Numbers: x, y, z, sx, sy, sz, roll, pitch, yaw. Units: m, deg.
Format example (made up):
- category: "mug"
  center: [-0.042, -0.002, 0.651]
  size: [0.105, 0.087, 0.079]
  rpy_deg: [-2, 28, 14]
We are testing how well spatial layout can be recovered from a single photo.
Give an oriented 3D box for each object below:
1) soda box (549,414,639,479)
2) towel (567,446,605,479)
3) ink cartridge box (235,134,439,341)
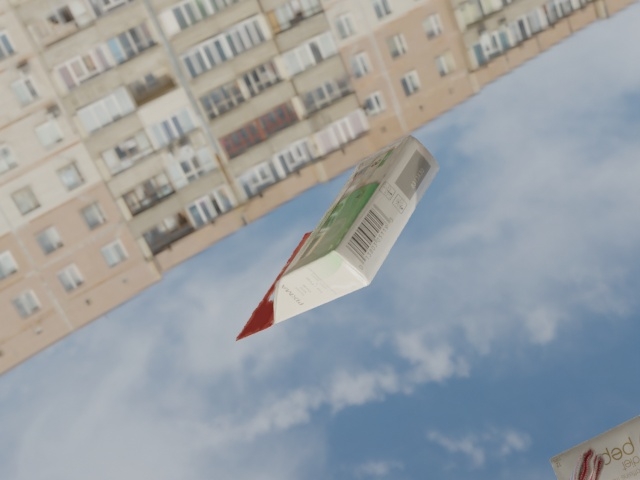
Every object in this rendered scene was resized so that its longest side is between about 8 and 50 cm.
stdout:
- category: "soda box"
  center: [0.337, 0.210, 1.016]
  size: [0.074, 0.069, 0.216]
  rpy_deg: [0, 151, -38]
- category: "towel"
  center: [0.193, 0.281, 0.902]
  size: [0.029, 0.197, 0.144]
  rpy_deg: [25, -125, 11]
- category: "ink cartridge box"
  center: [0.000, 0.000, 1.032]
  size: [0.225, 0.056, 0.181]
  rpy_deg: [-24, -155, 47]
